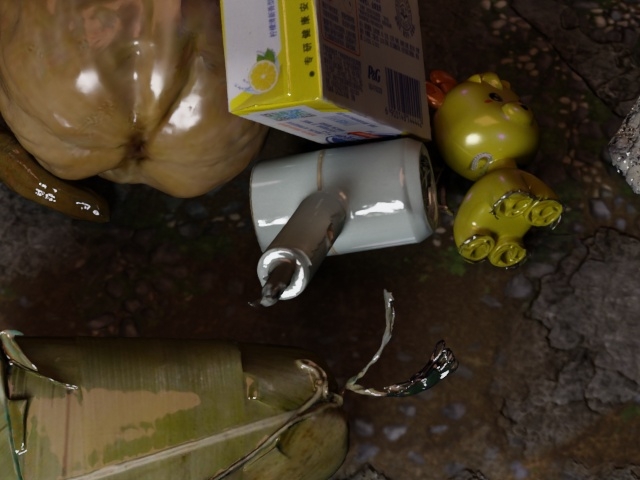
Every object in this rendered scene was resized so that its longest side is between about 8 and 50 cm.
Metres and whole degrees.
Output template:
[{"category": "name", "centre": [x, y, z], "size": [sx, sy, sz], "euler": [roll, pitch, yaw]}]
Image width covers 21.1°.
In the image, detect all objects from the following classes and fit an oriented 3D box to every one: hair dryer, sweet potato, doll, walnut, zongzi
[{"category": "hair dryer", "centre": [0.000, 0.000, 1.581], "size": [0.173, 0.107, 0.357], "euler": [-9, 17, 15]}, {"category": "sweet potato", "centre": [-0.292, -0.065, 1.767], "size": [0.182, 0.054, 0.053], "euler": [35, 73, 16]}, {"category": "doll", "centre": [0.170, -0.090, 1.757], "size": [0.143, 0.135, 0.221], "euler": [9, 46, -33]}, {"category": "walnut", "centre": [-0.180, -0.219, 1.731], "size": [0.306, 0.306, 0.344], "euler": [2, 62, 0]}, {"category": "zongzi", "centre": [-0.100, 0.261, 1.521], "size": [0.447, 0.181, 0.418], "euler": [0, 75, -7]}]

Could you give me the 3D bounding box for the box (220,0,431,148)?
[{"category": "box", "centre": [0.009, -0.184, 1.645], "size": [0.097, 0.265, 0.168], "euler": [-9, 82, 24]}]

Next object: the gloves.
[{"category": "gloves", "centre": [0.362, -0.106, 1.785], "size": [0.114, 0.070, 0.153], "euler": [20, 62, 11]}]
